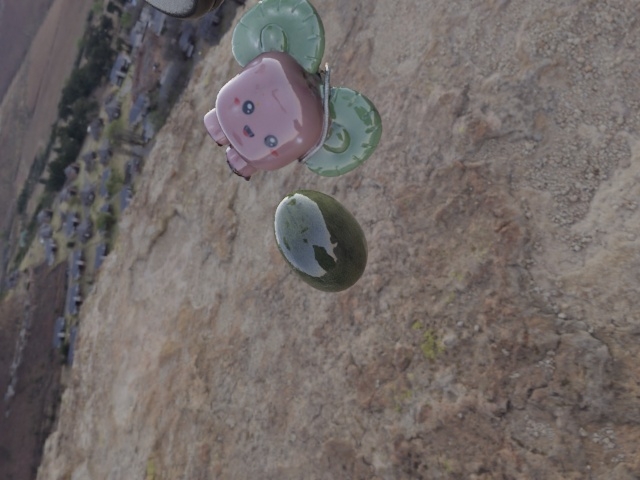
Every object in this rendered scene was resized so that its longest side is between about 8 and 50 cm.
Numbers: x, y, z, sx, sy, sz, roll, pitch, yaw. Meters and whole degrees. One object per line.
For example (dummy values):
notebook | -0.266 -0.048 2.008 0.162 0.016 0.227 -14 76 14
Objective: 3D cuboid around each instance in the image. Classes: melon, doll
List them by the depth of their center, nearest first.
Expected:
melon | 0.000 0.000 0.603 0.098 0.098 0.131 -20 108 48
doll | -0.053 -0.221 0.835 0.268 0.284 0.216 -23 18 35

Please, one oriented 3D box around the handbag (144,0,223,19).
handbag | -0.288 -0.515 0.882 0.253 0.308 0.093 15 67 44
